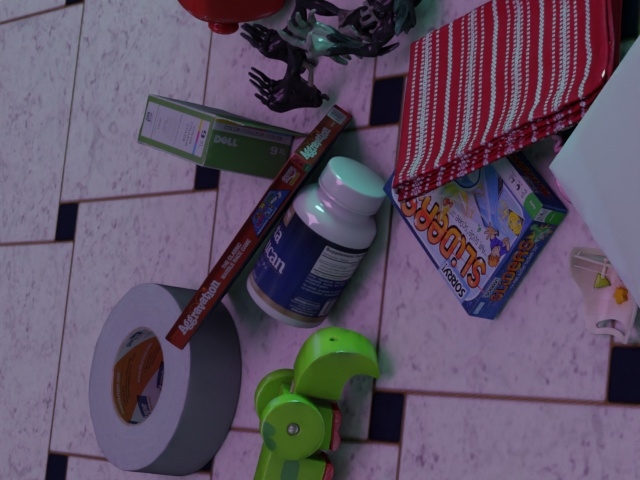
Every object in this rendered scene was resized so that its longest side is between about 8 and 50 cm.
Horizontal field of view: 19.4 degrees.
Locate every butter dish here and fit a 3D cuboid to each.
[{"bbox_3d":[-0.108,-0.292,2.139,0.160,0.160,0.118,49,143,48],"label":"butter dish"}]

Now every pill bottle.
[{"bbox_3d":[0.000,0.000,1.938,0.169,0.094,0.094,-59,41,25],"label":"pill bottle"}]

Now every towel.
[{"bbox_3d":[0.173,-0.162,1.743,0.275,0.031,0.198,-25,44,42],"label":"towel"}]

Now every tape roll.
[{"bbox_3d":[-0.183,0.161,2.163,0.219,0.072,0.219,-18,67,49],"label":"tape roll"}]

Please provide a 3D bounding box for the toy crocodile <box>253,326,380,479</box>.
[{"bbox_3d":[-0.033,0.247,1.922,0.115,0.105,0.340,-115,41,-77],"label":"toy crocodile"}]

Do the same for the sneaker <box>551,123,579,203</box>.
[{"bbox_3d":[0.238,-0.093,1.694,0.057,0.047,0.119,-18,66,26],"label":"sneaker"}]

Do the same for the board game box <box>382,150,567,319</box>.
[{"bbox_3d":[0.145,-0.040,1.803,0.136,0.035,0.201,-59,40,25],"label":"board game box"}]

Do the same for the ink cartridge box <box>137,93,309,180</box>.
[{"bbox_3d":[-0.105,-0.111,2.096,0.209,0.109,0.062,20,98,53],"label":"ink cartridge box"}]

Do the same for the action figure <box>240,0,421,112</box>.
[{"bbox_3d":[0.014,-0.246,1.948,0.276,0.141,0.164,-40,40,43],"label":"action figure"}]

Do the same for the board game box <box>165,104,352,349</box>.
[{"bbox_3d":[-0.067,-0.014,2.015,0.281,0.027,0.145,-54,-1,30],"label":"board game box"}]

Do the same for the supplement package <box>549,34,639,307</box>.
[{"bbox_3d":[0.322,-0.063,1.463,0.203,0.149,0.194,-58,35,27],"label":"supplement package"}]

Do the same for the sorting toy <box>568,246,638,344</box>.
[{"bbox_3d":[0.256,0.050,1.630,0.083,0.045,0.075,19,104,53],"label":"sorting toy"}]
